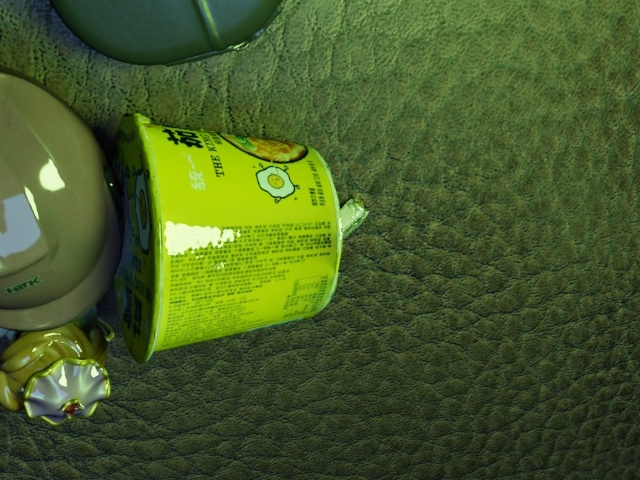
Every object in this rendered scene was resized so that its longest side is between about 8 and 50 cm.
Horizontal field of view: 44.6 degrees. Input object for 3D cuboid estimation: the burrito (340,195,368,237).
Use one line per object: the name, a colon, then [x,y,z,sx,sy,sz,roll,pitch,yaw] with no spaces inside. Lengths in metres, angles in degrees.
burrito: [0.000,0.000,1.243,0.185,0.041,0.045,-38,81,10]

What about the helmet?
helmet: [-0.390,-0.061,0.933,0.271,0.197,0.338,-19,81,-5]

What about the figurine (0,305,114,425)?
figurine: [-0.376,0.144,1.092,0.189,0.263,0.142,11,117,-25]

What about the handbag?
handbag: [-0.184,-0.332,0.935,0.308,0.093,0.254,-12,123,4]

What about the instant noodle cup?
instant noodle cup: [-0.134,-0.008,1.055,0.254,0.325,0.326,-3,121,-23]
